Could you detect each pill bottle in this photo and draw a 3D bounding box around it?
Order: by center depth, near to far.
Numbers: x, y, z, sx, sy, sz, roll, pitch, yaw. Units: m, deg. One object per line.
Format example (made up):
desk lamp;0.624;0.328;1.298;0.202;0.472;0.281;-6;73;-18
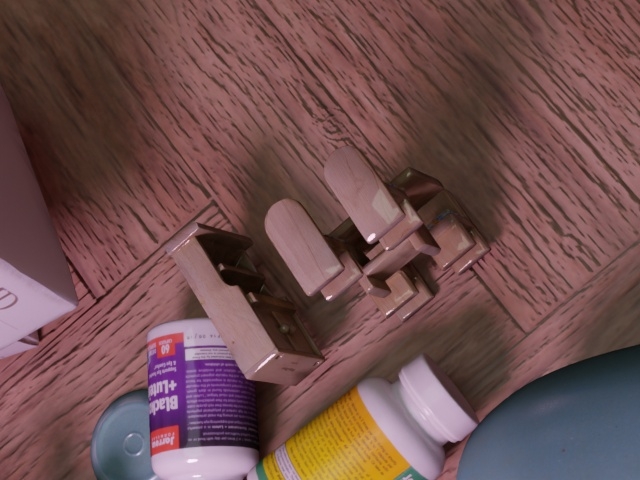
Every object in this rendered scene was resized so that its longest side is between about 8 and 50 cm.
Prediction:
pill bottle;0.043;0.203;1.617;0.208;0.117;0.117;-39;66;7
pill bottle;-0.115;0.180;1.688;0.108;0.108;0.193;-10;72;18

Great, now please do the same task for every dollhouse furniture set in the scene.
dollhouse furniture set;0.000;0.000;1.635;0.242;0.212;0.161;-41;65;16

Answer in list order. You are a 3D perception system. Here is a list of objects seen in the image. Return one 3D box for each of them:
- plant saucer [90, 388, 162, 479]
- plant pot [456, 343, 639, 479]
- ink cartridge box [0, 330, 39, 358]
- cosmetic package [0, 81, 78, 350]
plant saucer;-0.188;0.210;1.755;0.119;0.021;0.119;-5;75;20
plant pot;0.257;0.230;1.449;0.235;0.293;0.293;-11;72;33
ink cartridge box;-0.458;0.054;1.848;0.273;0.115;0.198;-18;70;15
cosmetic package;-0.514;-0.025;1.638;0.394;0.329;0.327;-29;60;10
